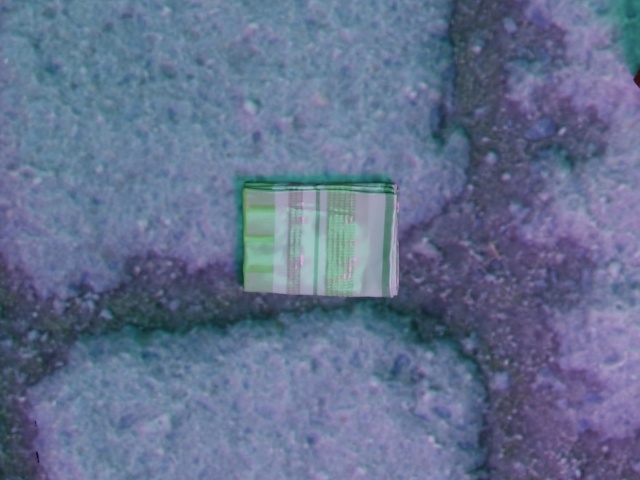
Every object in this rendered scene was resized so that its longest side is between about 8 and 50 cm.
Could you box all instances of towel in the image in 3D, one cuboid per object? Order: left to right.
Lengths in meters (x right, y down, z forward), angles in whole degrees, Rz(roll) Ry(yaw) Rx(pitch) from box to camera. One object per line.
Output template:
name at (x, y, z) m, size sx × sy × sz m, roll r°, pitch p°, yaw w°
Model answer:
towel at (0.000, 0.000, 1.725) m, size 0.152 × 0.023 × 0.113 m, roll 1°, pitch 102°, yaw 3°

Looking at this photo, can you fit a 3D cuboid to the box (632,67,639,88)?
box at (0.450, -0.127, 1.608) m, size 0.300 × 0.142 × 0.154 m, roll 28°, pitch 102°, yaw -2°
